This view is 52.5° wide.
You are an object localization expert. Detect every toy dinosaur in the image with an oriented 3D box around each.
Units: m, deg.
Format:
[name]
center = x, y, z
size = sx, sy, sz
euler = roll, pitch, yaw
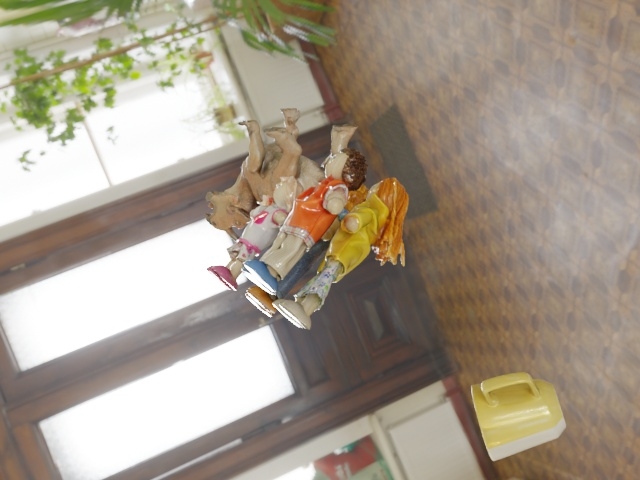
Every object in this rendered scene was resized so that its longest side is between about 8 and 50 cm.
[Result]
[toy dinosaur]
center = -0.039, -0.064, 0.883
size = 0.296, 0.127, 0.200
euler = 26, 123, 50

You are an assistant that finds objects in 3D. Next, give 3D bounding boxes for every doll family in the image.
[doll family]
center = 0.000, 0.000, 0.621
size = 0.118, 0.163, 0.263
euler = 43, 165, -14

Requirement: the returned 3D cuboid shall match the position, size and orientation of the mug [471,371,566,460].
[mug]
center = 0.160, 0.140, 0.521
size = 0.078, 0.064, 0.062
euler = 36, -141, -68
